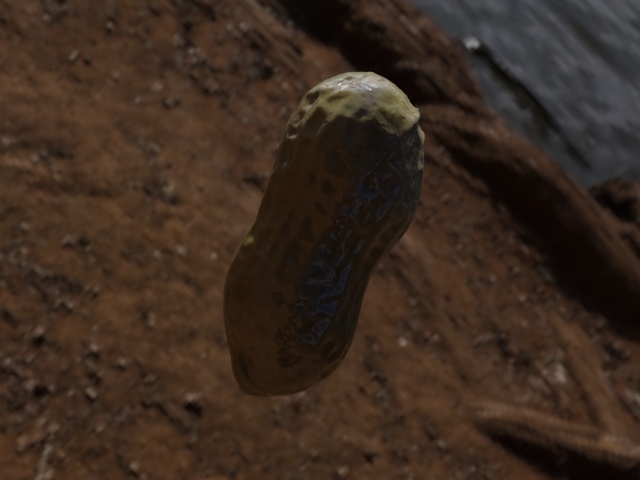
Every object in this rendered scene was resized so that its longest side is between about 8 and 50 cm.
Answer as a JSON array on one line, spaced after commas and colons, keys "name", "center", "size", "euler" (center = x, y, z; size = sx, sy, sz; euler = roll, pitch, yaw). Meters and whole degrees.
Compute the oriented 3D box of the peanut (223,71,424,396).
[{"name": "peanut", "center": [0.000, 0.000, 0.946], "size": [0.090, 0.214, 0.098], "euler": [29, 13, 18]}]
